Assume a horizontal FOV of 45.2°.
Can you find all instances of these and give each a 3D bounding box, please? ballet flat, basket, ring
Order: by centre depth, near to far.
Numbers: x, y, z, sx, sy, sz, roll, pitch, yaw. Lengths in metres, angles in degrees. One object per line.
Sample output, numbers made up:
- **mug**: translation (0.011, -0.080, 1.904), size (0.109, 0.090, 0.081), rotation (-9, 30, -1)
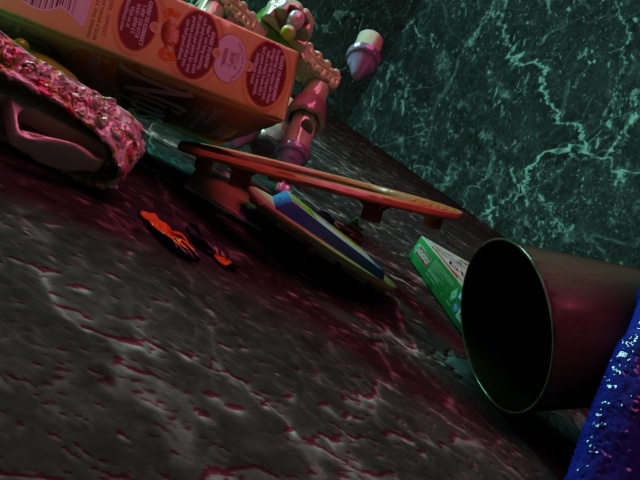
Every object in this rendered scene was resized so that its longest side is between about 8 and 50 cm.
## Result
- **ballet flat**: translation (-0.249, -0.110, 0.607), size (0.240, 0.091, 0.077), rotation (22, 37, -27)
- **basket**: translation (0.286, 0.092, 0.788), size (0.226, 0.154, 0.204), rotation (6, 28, -15)
- **ring**: translation (-0.002, -0.062, 0.893), size (0.336, 0.032, 0.336), rotation (15, 6, -2)

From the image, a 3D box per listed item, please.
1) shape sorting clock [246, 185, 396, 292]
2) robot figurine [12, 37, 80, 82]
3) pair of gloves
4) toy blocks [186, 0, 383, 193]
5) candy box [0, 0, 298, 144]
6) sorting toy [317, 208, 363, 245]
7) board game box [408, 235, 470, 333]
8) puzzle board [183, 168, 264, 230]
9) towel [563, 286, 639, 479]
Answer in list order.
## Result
- **shape sorting clock**: translation (0.000, 0.000, 0.889), size (0.206, 0.040, 0.206), rotation (38, 4, -3)
- **robot figurine**: translation (-0.265, -0.140, 0.708), size (0.115, 0.067, 0.101), rotation (36, -6, 28)
- **pair of gloves**: translation (-0.113, -0.001, 0.673), size (0.074, 0.010, 0.083), rotation (40, 13, 34)
- **toy blocks**: translation (-0.090, -0.241, 1.120), size (0.288, 0.308, 0.260), rotation (41, 48, -25)
- **candy box**: translation (-0.205, -0.200, 0.814), size (0.316, 0.088, 0.183), rotation (18, -10, -29)
- **sorting toy**: translation (0.027, -0.018, 1.037), size (0.102, 0.042, 0.061), rotation (40, 14, 36)
- **board game box**: translation (0.258, 0.104, 1.132), size (0.213, 0.046, 0.317), rotation (28, 12, -14)
- **puzzle board**: translation (-0.109, -0.050, 0.892), size (0.096, 0.011, 0.128), rotation (31, 12, -10)
- **towel**: translation (0.355, 0.144, 0.673), size (0.227, 0.308, 0.076), rotation (31, -25, 4)
